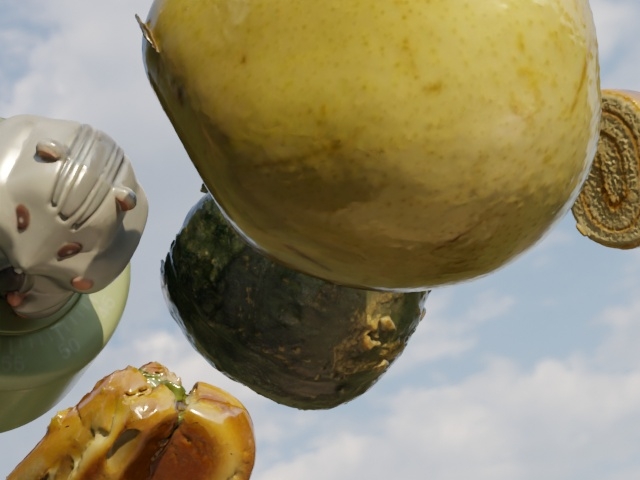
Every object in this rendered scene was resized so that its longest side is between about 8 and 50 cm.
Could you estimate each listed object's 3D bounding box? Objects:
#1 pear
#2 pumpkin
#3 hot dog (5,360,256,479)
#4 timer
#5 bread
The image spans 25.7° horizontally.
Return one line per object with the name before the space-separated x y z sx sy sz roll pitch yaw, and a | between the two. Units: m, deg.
pear | 0.039 -0.109 0.951 0.309 0.309 0.309 -15 -25 -7
pumpkin | 0.000 0.000 1.354 0.291 0.257 0.327 -55 3 28
hot dog | -0.132 0.176 0.753 0.115 0.072 0.269 21 -66 -33
timer | -0.262 -0.002 1.203 0.291 0.290 0.315 0 -18 -35
bread | 0.276 -0.066 1.302 0.122 0.149 0.073 -4 2 42
